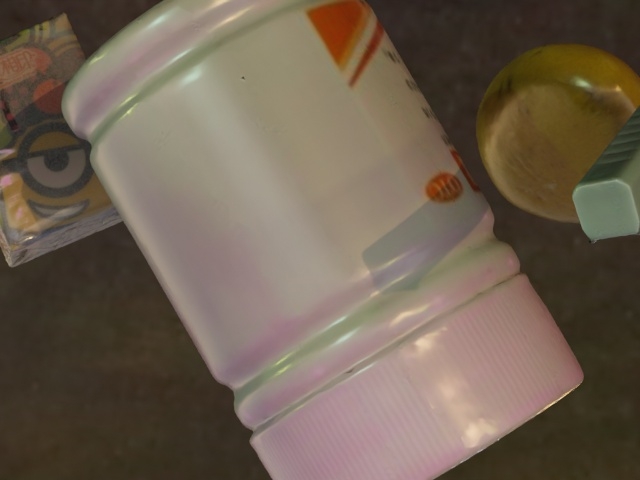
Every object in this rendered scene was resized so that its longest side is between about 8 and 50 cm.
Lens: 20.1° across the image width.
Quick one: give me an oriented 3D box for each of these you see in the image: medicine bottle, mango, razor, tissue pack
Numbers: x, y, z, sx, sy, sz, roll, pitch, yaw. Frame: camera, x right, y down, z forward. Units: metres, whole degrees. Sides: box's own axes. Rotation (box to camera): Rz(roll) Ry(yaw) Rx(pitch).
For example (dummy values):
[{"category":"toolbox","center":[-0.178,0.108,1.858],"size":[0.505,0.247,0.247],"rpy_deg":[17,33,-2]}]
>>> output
[{"category":"medicine bottle","center":[0.000,0.000,1.109],"size":[0.202,0.316,0.202],"rpy_deg":[-29,174,-3]},{"category":"mango","center":[0.188,-0.084,1.346],"size":[0.137,0.098,0.195],"rpy_deg":[38,156,-1]},{"category":"razor","center":[0.183,-0.063,0.914],"size":[0.111,0.056,0.278],"rpy_deg":[-9,-168,29]},{"category":"tissue pack","center":[-0.199,-0.071,1.278],"size":[0.108,0.148,0.060],"rpy_deg":[-23,173,-13]}]
